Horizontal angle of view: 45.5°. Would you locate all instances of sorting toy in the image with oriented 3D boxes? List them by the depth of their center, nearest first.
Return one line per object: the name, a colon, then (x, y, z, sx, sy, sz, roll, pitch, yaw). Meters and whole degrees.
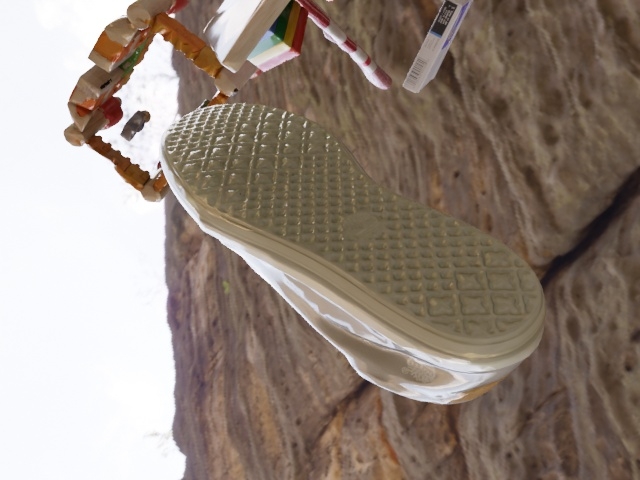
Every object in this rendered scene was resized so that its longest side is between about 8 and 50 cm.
sorting toy: (-0.047, -0.357, 1.097, 0.089, 0.257, 0.255, 34, -168, -25)

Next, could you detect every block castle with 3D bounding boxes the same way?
block castle: (-0.343, -0.330, 1.683, 0.303, 0.453, 0.213, 37, -140, -9)

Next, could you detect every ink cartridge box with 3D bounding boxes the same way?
ink cartridge box: (0.262, -0.440, 1.688, 0.045, 0.206, 0.208, 29, -154, 7)

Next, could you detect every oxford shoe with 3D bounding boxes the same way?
oxford shoe: (0.000, 0.000, 0.698, 0.169, 0.130, 0.449, -34, -129, -26)

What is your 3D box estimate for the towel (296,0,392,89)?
towel: (-0.013, -0.420, 1.417, 0.329, 0.037, 0.237, 31, -162, -47)
